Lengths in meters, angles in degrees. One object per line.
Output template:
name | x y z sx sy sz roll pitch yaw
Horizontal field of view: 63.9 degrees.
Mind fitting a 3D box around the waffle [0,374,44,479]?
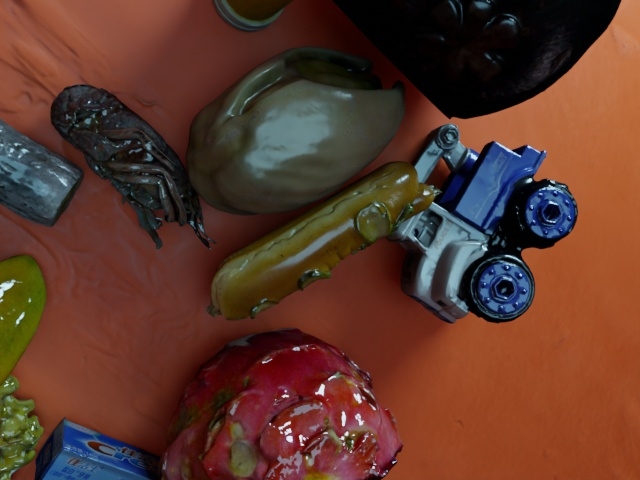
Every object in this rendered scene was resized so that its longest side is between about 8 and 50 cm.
waffle | -0.348 0.183 0.453 0.191 0.038 0.191 -4 99 -24

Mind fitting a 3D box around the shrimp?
shrimp | -0.164 -0.061 0.471 0.073 0.075 0.190 -43 112 -5

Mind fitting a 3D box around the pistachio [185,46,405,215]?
pistachio | -0.018 -0.107 0.499 0.238 0.153 0.137 -36 71 -17

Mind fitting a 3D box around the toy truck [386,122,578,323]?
toy truck | 0.164 -0.018 0.595 0.177 0.161 0.213 31 86 -5

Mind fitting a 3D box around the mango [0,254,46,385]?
mango | -0.300 0.085 0.420 0.101 0.066 0.187 48 50 -15

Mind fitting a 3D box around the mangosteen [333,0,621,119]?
mangosteen | 0.139 -0.263 0.493 0.288 0.287 0.233 28 116 -25

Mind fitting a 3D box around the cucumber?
cucumber | -0.265 -0.063 0.438 0.112 0.064 0.064 36 84 -22

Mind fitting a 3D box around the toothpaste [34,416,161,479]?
toothpaste | -0.155 0.269 0.539 0.272 0.066 0.053 35 85 -25

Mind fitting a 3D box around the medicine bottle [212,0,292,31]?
medicine bottle | -0.031 -0.229 0.421 0.074 0.218 0.073 -5 102 -23

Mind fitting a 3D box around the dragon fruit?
dragon fruit | -0.038 0.175 0.516 0.262 0.163 0.189 -13 63 -35

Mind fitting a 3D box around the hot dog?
hot dog | 0.000 0.000 0.520 0.270 0.109 0.072 -30 96 -4
